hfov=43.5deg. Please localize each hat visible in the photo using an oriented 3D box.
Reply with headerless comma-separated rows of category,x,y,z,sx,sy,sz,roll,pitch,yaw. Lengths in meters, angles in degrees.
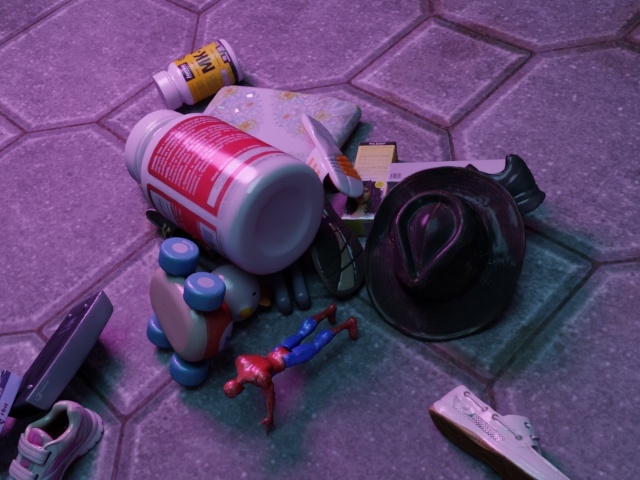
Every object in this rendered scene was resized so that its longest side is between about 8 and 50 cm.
hat,0.206,0.013,1.438,0.331,0.134,0.331,-4,79,20

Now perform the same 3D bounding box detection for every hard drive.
hard drive,-0.494,0.220,1.522,0.172,0.054,0.255,-26,29,47

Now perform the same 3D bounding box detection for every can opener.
can opener,-0.084,0.021,1.627,0.074,0.093,0.280,-16,52,-1

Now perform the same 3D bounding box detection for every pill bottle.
pill bottle,-0.314,-0.420,2.055,0.208,0.119,0.119,-29,48,-11
pill bottle,-0.204,-0.114,1.580,0.229,0.229,0.407,-42,49,-22

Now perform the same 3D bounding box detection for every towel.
towel,-0.133,-0.229,1.858,0.374,0.090,0.321,12,54,24

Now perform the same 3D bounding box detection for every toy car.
toy car,-0.184,0.119,1.524,0.238,0.219,0.210,-10,40,-34

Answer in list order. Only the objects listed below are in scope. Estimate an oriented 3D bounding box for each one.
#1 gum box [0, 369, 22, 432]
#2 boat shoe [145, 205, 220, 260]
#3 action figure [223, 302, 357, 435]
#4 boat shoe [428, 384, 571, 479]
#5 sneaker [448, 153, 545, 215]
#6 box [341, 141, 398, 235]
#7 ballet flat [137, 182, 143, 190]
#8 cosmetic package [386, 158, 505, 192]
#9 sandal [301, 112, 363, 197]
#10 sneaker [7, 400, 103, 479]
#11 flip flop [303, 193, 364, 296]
gum box,-0.631,0.334,1.461,0.184,0.041,0.157,-27,38,35
boat shoe,-0.295,-0.024,1.721,0.227,0.081,0.069,22,54,27
action figure,-0.059,0.233,1.439,0.280,0.139,0.091,-24,40,-38
boat shoe,0.299,0.313,1.255,0.096,0.098,0.277,-41,51,-20
sneaker,0.279,-0.073,1.550,0.286,0.130,0.109,-25,7,7
box,0.109,-0.113,1.711,0.087,0.058,0.232,0,49,15
ballet flat,-0.405,-0.189,1.918,0.073,0.080,0.232,-25,38,31
cosmetic package,0.261,-0.110,1.643,0.239,0.099,0.060,0,47,14
sandal,0.008,-0.162,1.697,0.076,0.102,0.265,-46,45,21
sneaker,-0.490,0.379,1.394,0.103,0.111,0.252,13,53,24
flip flop,0.000,0.000,1.618,0.112,0.080,0.277,-15,57,-29
